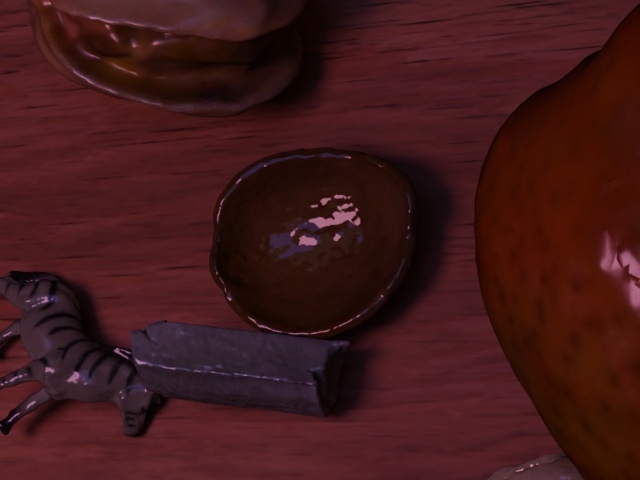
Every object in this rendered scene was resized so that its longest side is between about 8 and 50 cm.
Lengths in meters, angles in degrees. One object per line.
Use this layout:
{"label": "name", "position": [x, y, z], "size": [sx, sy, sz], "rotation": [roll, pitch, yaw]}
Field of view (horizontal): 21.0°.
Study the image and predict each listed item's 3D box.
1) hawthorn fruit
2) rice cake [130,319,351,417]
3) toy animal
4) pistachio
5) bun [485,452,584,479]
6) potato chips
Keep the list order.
{"label": "hawthorn fruit", "position": [0.354, 0.037, 1.272], "size": [0.472, 0.472, 0.471], "rotation": [-7, 71, 22]}
{"label": "rice cake", "position": [-0.075, 0.119, 1.608], "size": [0.206, 0.069, 0.063], "rotation": [8, 56, 11]}
{"label": "toy animal", "position": [-0.256, 0.106, 1.713], "size": [0.176, 0.073, 0.217], "rotation": [-23, 58, 1]}
{"label": "pistachio", "position": [-0.164, -0.242, 1.702], "size": [0.321, 0.229, 0.238], "rotation": [27, 52, 20]}
{"label": "bun", "position": [0.213, 0.271, 1.409], "size": [0.220, 0.134, 0.220], "rotation": [12, 113, 30]}
{"label": "potato chips", "position": [-0.001, 0.001, 1.636], "size": [0.208, 0.062, 0.195], "rotation": [-40, 68, 7]}
